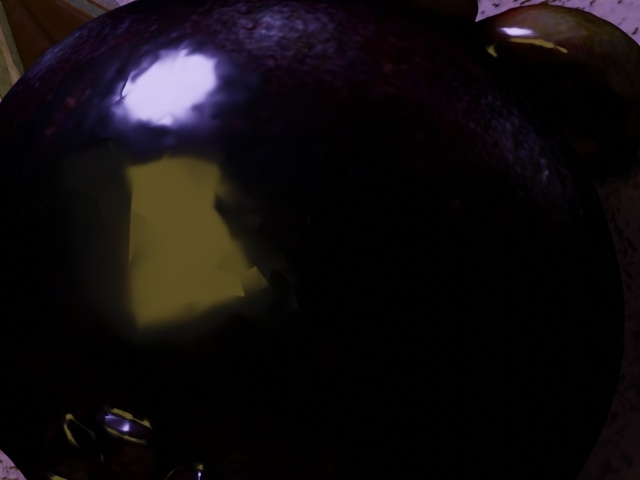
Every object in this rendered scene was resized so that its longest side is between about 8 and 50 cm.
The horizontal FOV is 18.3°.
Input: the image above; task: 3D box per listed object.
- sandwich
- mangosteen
[{"bbox_3d":[-0.232,-0.142,1.453,0.144,0.187,0.117,-50,52,12],"label":"sandwich"},{"bbox_3d":[0.000,0.000,1.132,0.382,0.382,0.435,-6,36,40],"label":"mangosteen"}]
